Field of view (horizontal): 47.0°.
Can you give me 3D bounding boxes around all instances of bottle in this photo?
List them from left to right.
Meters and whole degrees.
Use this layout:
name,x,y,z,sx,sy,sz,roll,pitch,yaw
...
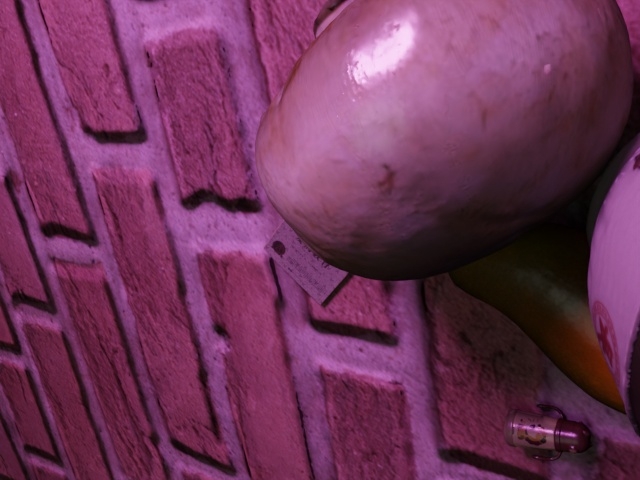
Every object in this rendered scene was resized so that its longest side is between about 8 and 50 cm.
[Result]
name,x,y,z,sx,sy,sz,roll,pitch,yaw
bottle,0.277,0.233,0.895,0.101,0.047,0.063,1,104,35

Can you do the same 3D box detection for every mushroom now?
name,x,y,z,sx,sy,sz,roll,pitch,yaw
mushroom,0.104,-0.111,0.653,0.352,0.352,0.260,-36,70,43

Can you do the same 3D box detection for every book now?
name,x,y,z,sx,sy,sz,roll,pitch,yaw
book,0.000,0.000,0.992,0.118,0.012,0.172,44,132,7

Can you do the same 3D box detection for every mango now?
name,x,y,z,sx,sy,sz,roll,pitch,yaw
mango,0.274,0.070,0.749,0.289,0.129,0.146,39,144,10

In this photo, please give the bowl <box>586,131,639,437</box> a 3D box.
name,x,y,z,sx,sy,sz,roll,pitch,yaw
bowl,0.322,-0.006,0.587,0.157,0.337,0.337,-133,37,-51
